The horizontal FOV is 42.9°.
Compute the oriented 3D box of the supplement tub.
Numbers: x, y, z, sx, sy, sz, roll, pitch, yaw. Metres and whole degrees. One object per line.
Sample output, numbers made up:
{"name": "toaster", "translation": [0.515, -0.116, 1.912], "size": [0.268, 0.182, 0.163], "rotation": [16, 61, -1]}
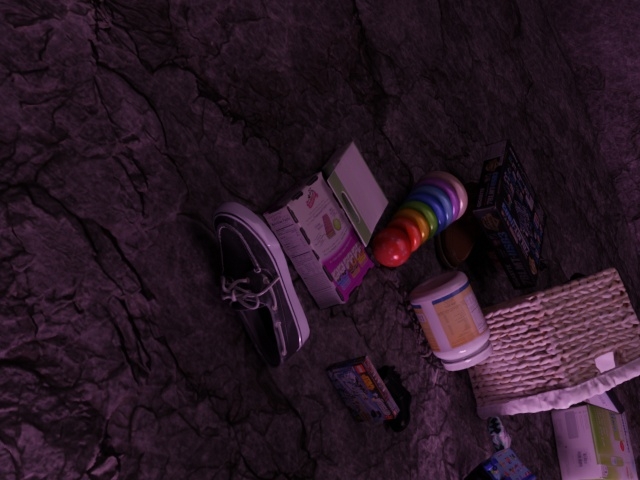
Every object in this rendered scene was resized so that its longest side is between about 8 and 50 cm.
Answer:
{"name": "supplement tub", "translation": [0.306, 0.186, 1.894], "size": [0.144, 0.144, 0.199], "rotation": [-33, 101, -54]}

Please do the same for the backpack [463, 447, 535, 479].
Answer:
{"name": "backpack", "translation": [0.428, 0.576, 1.843], "size": [0.158, 0.117, 0.173], "rotation": [6, 39, -52]}

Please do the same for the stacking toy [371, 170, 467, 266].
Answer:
{"name": "stacking toy", "translation": [0.222, -0.037, 1.922], "size": [0.330, 0.141, 0.141], "rotation": [-43, 108, -45]}

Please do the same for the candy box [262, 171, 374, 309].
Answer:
{"name": "candy box", "translation": [0.000, 0.000, 1.645], "size": [0.233, 0.071, 0.159], "rotation": [60, 37, -14]}

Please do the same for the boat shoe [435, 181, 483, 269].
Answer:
{"name": "boat shoe", "translation": [0.384, -0.055, 2.145], "size": [0.110, 0.105, 0.307], "rotation": [49, 41, -27]}

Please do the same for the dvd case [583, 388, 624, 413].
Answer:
{"name": "dvd case", "translation": [0.693, 0.383, 2.237], "size": [0.022, 0.253, 0.180], "rotation": [-46, 115, -19]}

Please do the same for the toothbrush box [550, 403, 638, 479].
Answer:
{"name": "toothbrush box", "translation": [0.795, 0.595, 2.359], "size": [0.283, 0.122, 0.206], "rotation": [22, 57, -48]}

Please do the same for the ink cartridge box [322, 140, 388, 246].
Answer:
{"name": "ink cartridge box", "translation": [0.066, -0.097, 1.764], "size": [0.171, 0.056, 0.235], "rotation": [59, 29, -16]}

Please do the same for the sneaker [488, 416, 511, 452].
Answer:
{"name": "sneaker", "translation": [0.453, 0.482, 2.041], "size": [0.069, 0.038, 0.098], "rotation": [-11, 92, -56]}

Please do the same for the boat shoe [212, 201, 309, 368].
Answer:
{"name": "boat shoe", "translation": [-0.120, 0.084, 1.418], "size": [0.105, 0.113, 0.306], "rotation": [-47, 127, -45]}

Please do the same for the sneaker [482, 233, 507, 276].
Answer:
{"name": "sneaker", "translation": [0.546, -0.007, 2.354], "size": [0.145, 0.090, 0.270], "rotation": [60, 37, -20]}

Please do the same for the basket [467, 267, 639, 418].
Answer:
{"name": "basket", "translation": [0.558, 0.251, 1.974], "size": [0.329, 0.331, 0.266], "rotation": [-12, 81, -33]}

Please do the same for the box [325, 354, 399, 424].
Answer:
{"name": "box", "translation": [0.082, 0.294, 1.592], "size": [0.137, 0.094, 0.027], "rotation": [60, 37, -14]}

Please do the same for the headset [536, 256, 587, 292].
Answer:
{"name": "headset", "translation": [0.688, 0.167, 2.340], "size": [0.185, 0.244, 0.394], "rotation": [54, 15, -34]}

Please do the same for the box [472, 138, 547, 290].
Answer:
{"name": "box", "translation": [0.513, -0.071, 2.181], "size": [0.295, 0.073, 0.293], "rotation": [55, 39, -30]}

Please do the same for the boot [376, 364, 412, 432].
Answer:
{"name": "boot", "translation": [0.150, 0.328, 1.707], "size": [0.099, 0.045, 0.121], "rotation": [55, 31, -24]}
